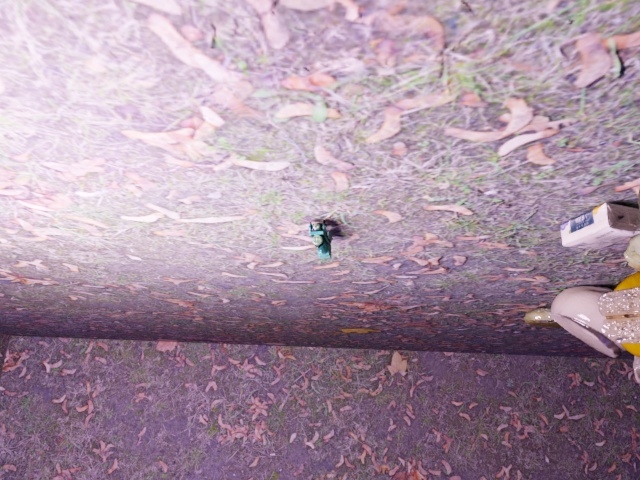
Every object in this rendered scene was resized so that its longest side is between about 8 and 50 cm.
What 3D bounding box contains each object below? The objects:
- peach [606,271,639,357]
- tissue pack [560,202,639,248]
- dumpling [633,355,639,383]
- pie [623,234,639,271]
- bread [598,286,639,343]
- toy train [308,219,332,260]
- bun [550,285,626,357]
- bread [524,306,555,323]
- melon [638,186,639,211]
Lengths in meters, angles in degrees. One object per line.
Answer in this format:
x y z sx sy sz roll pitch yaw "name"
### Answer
0.625 0.135 0.890 0.103 0.179 0.179 27 150 -36 "peach"
0.377 -0.017 0.648 0.062 0.042 0.083 7 161 -13 "tissue pack"
0.771 0.221 0.940 0.227 0.175 0.243 41 146 -12 "dumpling"
0.571 -0.004 0.635 0.307 0.071 0.306 2 164 1 "pie"
0.601 0.102 0.711 0.183 0.101 0.337 1 168 -18 "bread"
0.000 0.000 0.731 0.029 0.045 0.092 -4 164 9 "toy train"
0.599 0.160 1.048 0.173 0.119 0.173 36 178 1 "bun"
0.715 0.211 1.306 0.287 0.056 0.207 8 164 -19 "bread"
0.373 -0.045 0.476 0.098 0.097 0.131 -5 165 20 "melon"
